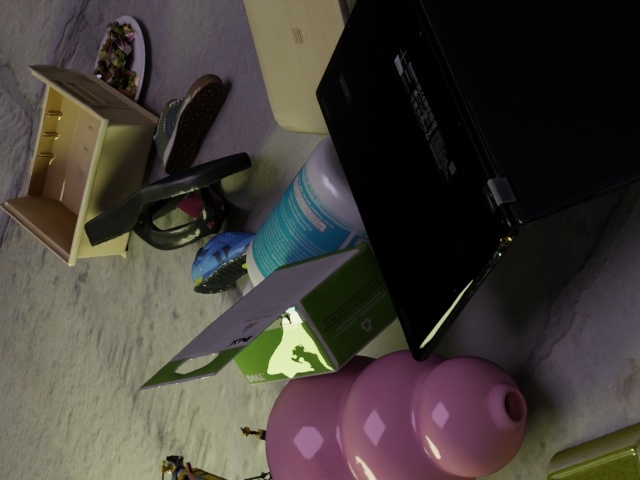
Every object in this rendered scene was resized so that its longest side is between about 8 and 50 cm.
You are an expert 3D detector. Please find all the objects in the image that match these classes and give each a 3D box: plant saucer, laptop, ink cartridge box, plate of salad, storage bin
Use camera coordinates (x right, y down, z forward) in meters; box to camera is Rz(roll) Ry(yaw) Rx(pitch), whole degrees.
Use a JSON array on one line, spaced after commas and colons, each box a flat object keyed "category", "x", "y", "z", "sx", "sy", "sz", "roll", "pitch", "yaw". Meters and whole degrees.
[{"category": "plant saucer", "x": 0.295, "y": 0.280, "z": 1.382, "sx": 0.188, "sy": 0.045, "sz": 0.188, "roll": -33, "pitch": 59, "yaw": 49}, {"category": "laptop", "x": 0.209, "y": -0.144, "z": 1.480, "sx": 0.408, "sy": 0.236, "sz": 0.382, "roll": 118, "pitch": 140, "yaw": -50}, {"category": "ink cartridge box", "x": -0.056, "y": 0.121, "z": 1.586, "sx": 0.189, "sy": 0.255, "sz": 0.097, "roll": -17, "pitch": 110, "yaw": 54}, {"category": "plate of salad", "x": -0.360, "y": -0.293, "z": 2.431, "sx": 0.200, "sy": 0.048, "sz": 0.199, "roll": -12, "pitch": 75, "yaw": 55}, {"category": "storage bin", "x": -0.417, "y": -0.135, "z": 2.372, "sx": 0.260, "sy": 0.123, "sz": 0.262, "roll": 34, "pitch": 117, "yaw": 39}]

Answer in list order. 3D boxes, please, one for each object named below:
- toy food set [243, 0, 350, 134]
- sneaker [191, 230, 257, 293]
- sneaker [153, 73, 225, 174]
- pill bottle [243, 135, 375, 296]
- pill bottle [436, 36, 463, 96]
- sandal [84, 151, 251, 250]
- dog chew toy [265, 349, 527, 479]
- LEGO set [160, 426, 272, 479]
[{"category": "toy food set", "x": 0.006, "y": -0.273, "z": 1.782, "sx": 0.220, "sy": 0.092, "sz": 0.306, "roll": 11, "pitch": 120, "yaw": 56}, {"category": "sneaker", "x": -0.125, "y": 0.011, "z": 2.021, "sx": 0.209, "sy": 0.069, "sz": 0.082, "roll": -29, "pitch": 58, "yaw": 51}, {"category": "sneaker", "x": -0.215, "y": -0.199, "z": 2.186, "sx": 0.086, "sy": 0.064, "sz": 0.192, "roll": 59, "pitch": 135, "yaw": 35}, {"category": "pill bottle", "x": 0.000, "y": 0.000, "z": 1.768, "sx": 0.264, "sy": 0.146, "sz": 0.146, "roll": -53, "pitch": 45, "yaw": 36}, {"category": "pill bottle", "x": 0.117, "y": -0.149, "z": 1.652, "sx": 0.108, "sy": 0.108, "sz": 0.193, "roll": -27, "pitch": 64, "yaw": 51}, {"category": "sandal", "x": -0.217, "y": -0.041, "z": 2.121, "sx": 0.446, "sy": 0.167, "sz": 0.107, "roll": -22, "pitch": 93, "yaw": 61}, {"category": "dog chew toy", "x": 0.091, "y": 0.215, "z": 1.567, "sx": 0.332, "sy": 0.207, "sz": 0.206, "roll": -20, "pitch": 68, "yaw": 45}, {"category": "LEGO set", "x": -0.117, "y": 0.352, "z": 1.744, "sx": 0.192, "sy": 0.331, "sz": 0.255, "roll": 12, "pitch": 110, "yaw": 39}]
